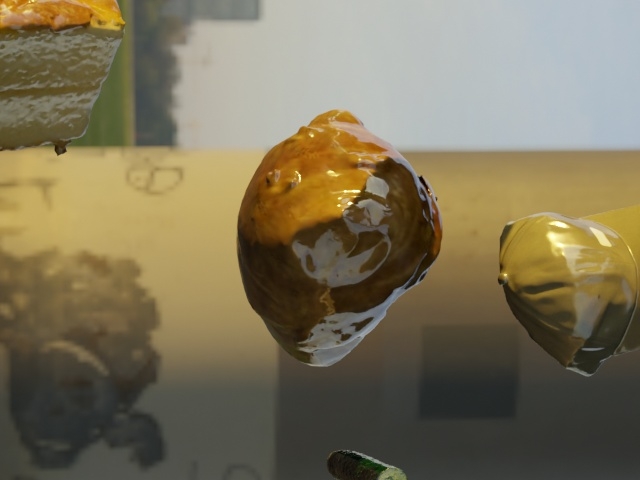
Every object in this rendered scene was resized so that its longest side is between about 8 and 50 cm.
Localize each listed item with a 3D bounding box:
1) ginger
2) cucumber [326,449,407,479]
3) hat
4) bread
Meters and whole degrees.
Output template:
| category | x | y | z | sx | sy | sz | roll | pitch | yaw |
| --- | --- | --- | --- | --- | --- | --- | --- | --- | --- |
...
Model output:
| category | x | y | z | sx | sy | sz | roll | pitch | yaw |
| --- | --- | --- | --- | --- | --- | --- | --- | --- | --- |
| ginger | 0.000 | 0.003 | 1.690 | 0.269 | 0.223 | 0.200 | -40 | -147 | 26 |
| cucumber | 0.036 | 0.203 | 1.363 | 0.133 | 0.032 | 0.032 | -179 | -92 | -69 |
| hat | 0.274 | 0.020 | 1.471 | 0.173 | 0.144 | 0.166 | -35 | -122 | 39 |
| bread | -0.393 | -0.253 | 1.679 | 0.279 | 0.279 | 0.207 | 62 | -37 | 32 |
